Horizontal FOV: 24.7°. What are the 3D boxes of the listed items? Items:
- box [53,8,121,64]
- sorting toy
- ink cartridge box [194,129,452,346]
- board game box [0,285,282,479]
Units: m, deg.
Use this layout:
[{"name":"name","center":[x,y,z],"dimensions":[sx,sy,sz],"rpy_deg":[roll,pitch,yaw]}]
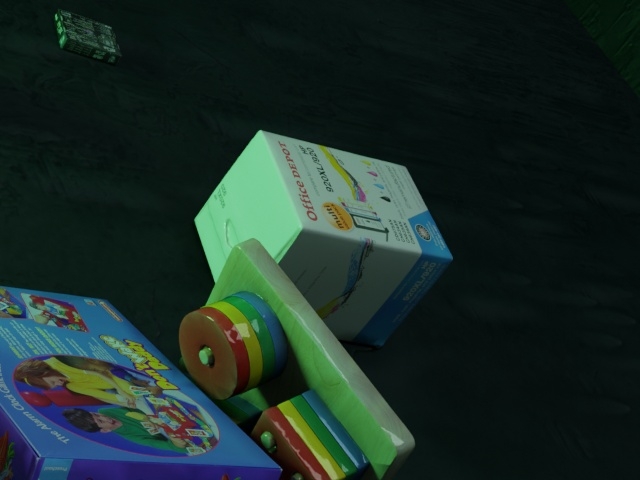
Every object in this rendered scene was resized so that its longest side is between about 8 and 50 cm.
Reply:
[{"name":"box","center":[-0.312,-0.272,1.955],"dimensions":[0.083,0.018,0.067],"rpy_deg":[14,38,-35]},{"name":"sorting toy","center":[-0.063,0.178,1.390],"dimensions":[0.089,0.257,0.255],"rpy_deg":[-21,62,-37]},{"name":"ink cartridge box","center":[0.000,0.000,1.764],"dimensions":[0.233,0.168,0.171],"rpy_deg":[11,40,-36]},{"name":"board game box","center":[-0.226,0.144,1.292],"dimensions":[0.233,0.078,0.347],"rpy_deg":[10,17,-38]}]
